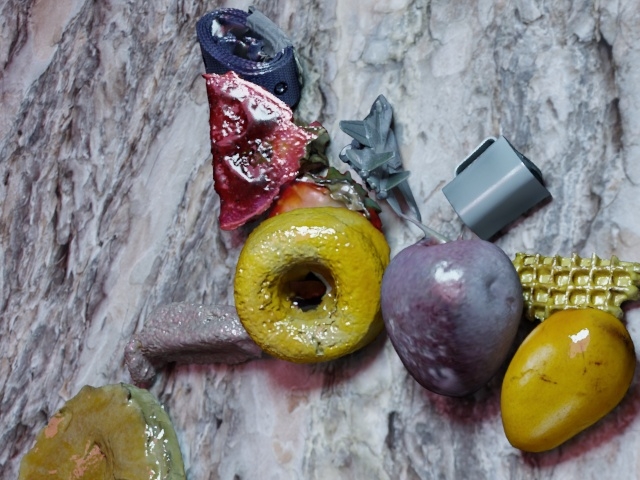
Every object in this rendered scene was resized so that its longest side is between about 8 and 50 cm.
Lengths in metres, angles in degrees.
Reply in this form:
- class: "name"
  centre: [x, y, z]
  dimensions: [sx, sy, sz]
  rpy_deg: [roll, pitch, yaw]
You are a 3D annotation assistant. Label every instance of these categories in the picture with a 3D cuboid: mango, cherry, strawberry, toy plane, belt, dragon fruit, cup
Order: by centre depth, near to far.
- class: "mango"
  centre: [0.314, 0.183, 1.554]
  dimensions: [0.145, 0.112, 0.219]
  rpy_deg: [44, 103, 25]
- class: "cherry"
  centre: [0.180, 0.089, 1.638]
  dimensions: [0.213, 0.183, 0.266]
  rpy_deg: [-176, 77, -72]
- class: "cup"
  centre: [0.251, -0.088, 1.751]
  dimensions: [0.129, 0.095, 0.128]
  rpy_deg: [-39, 51, 12]
- class: "strawberry"
  centre: [0.000, 0.000, 1.869]
  dimensions: [0.190, 0.111, 0.236]
  rpy_deg: [44, 113, 11]
- class: "toy plane"
  centre: [0.082, -0.156, 1.885]
  dimensions: [0.088, 0.212, 0.267]
  rpy_deg: [-34, 28, 17]
- class: "dragon fruit"
  centre: [-0.083, -0.150, 1.996]
  dimensions: [0.211, 0.134, 0.262]
  rpy_deg: [-2, 90, 16]
- class: "belt"
  centre: [-0.125, -0.311, 2.100]
  dimensions: [0.139, 0.126, 0.230]
  rpy_deg: [-31, 47, -19]

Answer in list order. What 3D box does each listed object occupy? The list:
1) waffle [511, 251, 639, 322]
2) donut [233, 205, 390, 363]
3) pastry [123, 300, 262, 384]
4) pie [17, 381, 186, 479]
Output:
- class: "waffle"
  centre: [0.344, 0.055, 1.647]
  dimensions: [0.161, 0.046, 0.192]
  rpy_deg: [-49, 50, 5]
- class: "donut"
  centre: [-0.012, 0.068, 1.769]
  dimensions: [0.253, 0.118, 0.254]
  rpy_deg: [1, 99, 6]
- class: "pastry"
  centre: [-0.200, 0.152, 1.922]
  dimensions: [0.265, 0.103, 0.112]
  rpy_deg: [-13, 53, 25]
- class: "pie"
  centre: [-0.360, 0.386, 1.914]
  dimensions: [0.339, 0.083, 0.340]
  rpy_deg: [-14, 62, 28]
